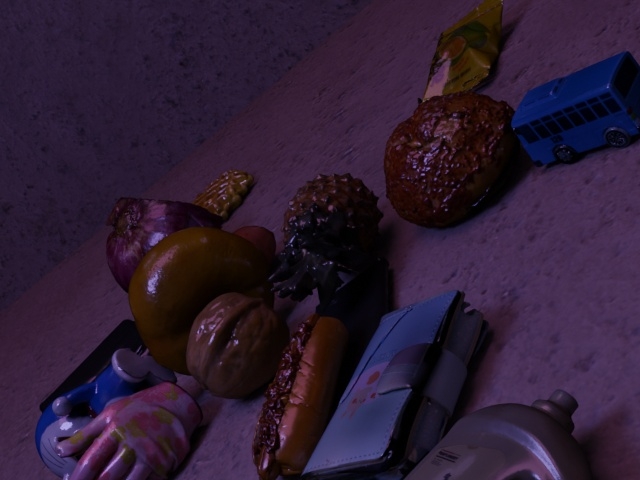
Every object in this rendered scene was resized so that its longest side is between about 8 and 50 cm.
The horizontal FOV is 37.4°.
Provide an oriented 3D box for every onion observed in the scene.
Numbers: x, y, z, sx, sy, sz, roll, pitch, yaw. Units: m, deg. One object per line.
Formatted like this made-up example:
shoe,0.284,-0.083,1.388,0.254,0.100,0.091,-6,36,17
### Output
onion,-0.354,0.025,2.124,0.256,0.272,0.231,-6,65,70

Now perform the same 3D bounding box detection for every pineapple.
pineapple,0.000,0.000,1.448,0.169,0.169,0.340,-36,7,19

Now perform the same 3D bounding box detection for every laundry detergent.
laundry detergent,0.143,0.232,0.813,0.253,0.091,0.181,-47,20,-16

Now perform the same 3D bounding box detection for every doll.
doll,-0.353,0.296,1.566,0.257,0.215,0.161,-49,39,19

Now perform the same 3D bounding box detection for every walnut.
walnut,-0.130,0.160,1.447,0.166,0.149,0.167,-7,68,19

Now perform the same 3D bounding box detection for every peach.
peach,-0.193,0.098,1.567,0.251,0.251,0.153,-43,25,-2

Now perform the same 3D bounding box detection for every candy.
candy,0.288,-0.376,1.917,0.187,0.081,0.297,-26,35,41

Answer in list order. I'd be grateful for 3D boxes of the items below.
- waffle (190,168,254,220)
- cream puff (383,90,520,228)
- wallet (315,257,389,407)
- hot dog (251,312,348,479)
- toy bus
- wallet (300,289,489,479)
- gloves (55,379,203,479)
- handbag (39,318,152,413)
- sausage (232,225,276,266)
waffle,-0.306,-0.075,2.477,0.309,0.065,0.283,-50,20,-27
cream puff,0.192,-0.132,1.439,0.240,0.164,0.240,-31,23,15
wallet,0.043,0.130,1.350,0.146,0.030,0.285,-35,20,18
hot dog,-0.030,0.199,1.212,0.102,0.076,0.249,-15,43,40
toy bus,0.353,-0.175,1.281,0.184,0.106,0.090,-18,32,51
wallet,0.085,0.176,1.086,0.176,0.075,0.250,-27,24,48
gloves,-0.295,0.321,1.426,0.126,0.145,0.241,-22,18,50
handbag,-0.423,0.283,1.875,0.275,0.088,0.244,-45,20,-18
sausage,-0.172,0.072,1.798,0.113,0.113,0.259,-21,29,48
